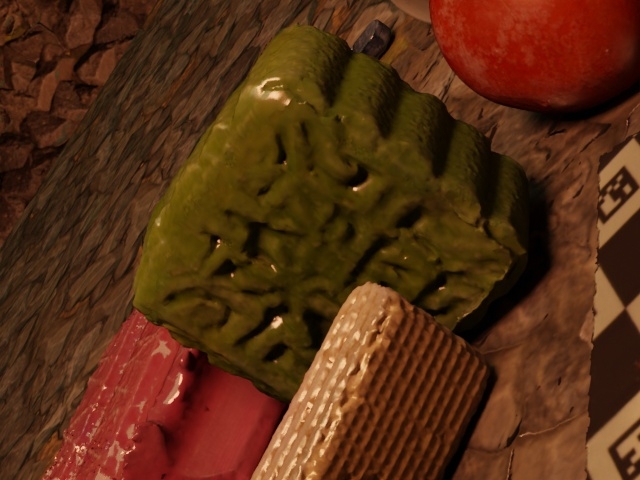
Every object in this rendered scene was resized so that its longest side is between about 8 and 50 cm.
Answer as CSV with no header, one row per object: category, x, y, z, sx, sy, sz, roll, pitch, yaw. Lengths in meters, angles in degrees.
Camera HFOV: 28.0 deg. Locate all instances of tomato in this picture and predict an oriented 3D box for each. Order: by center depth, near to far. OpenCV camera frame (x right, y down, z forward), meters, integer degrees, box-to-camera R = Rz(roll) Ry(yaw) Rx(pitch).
tomato,0.166,-0.184,0.907,0.187,0.151,0.187,-40,25,23

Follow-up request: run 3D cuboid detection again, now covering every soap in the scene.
soap,-0.120,0.150,1.061,0.220,0.127,0.325,-23,38,53

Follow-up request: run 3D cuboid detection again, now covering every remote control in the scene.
remote control,0.022,-0.167,1.352,0.152,0.027,0.043,-49,29,23

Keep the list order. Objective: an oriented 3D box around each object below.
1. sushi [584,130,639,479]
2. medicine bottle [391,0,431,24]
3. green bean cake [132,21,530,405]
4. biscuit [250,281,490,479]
sushi,0.249,0.000,0.587,0.294,0.059,0.292,-35,30,43
medicine bottle,0.122,-0.277,1.221,0.130,0.080,0.080,-62,22,-14
green bean cake,0.000,0.000,0.898,0.248,0.222,0.125,-49,15,34
biscuit,0.018,0.152,0.794,0.062,0.108,0.239,2,60,59
